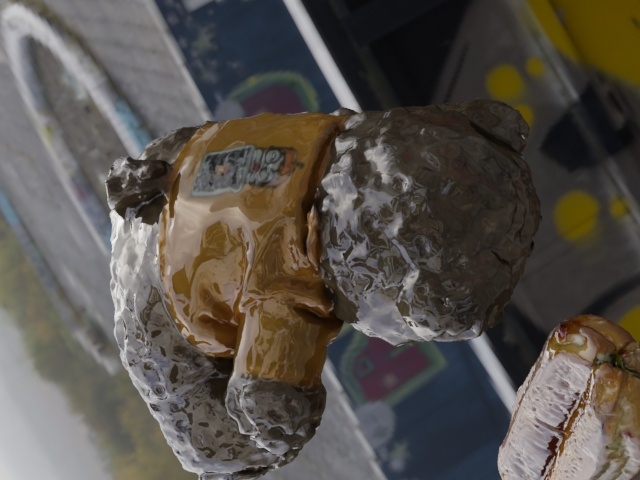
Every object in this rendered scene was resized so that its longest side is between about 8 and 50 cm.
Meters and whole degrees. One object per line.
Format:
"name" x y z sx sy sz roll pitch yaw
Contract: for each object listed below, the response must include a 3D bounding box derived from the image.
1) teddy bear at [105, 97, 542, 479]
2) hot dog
"teddy bear" 0.000 0.000 0.579 0.140 0.190 0.177 57 -148 -39
"hot dog" 0.108 0.080 0.572 0.062 0.038 0.144 58 159 29
